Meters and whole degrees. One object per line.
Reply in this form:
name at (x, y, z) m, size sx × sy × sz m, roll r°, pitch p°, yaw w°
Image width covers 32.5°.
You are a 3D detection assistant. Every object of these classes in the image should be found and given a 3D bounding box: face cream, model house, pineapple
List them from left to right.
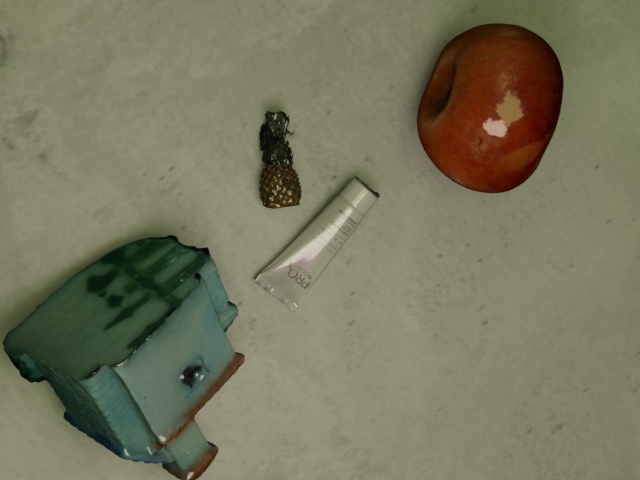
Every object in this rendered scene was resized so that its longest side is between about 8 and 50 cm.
model house at (-0.259, 0.208, 1.721) m, size 0.295 × 0.252 × 0.329 m, roll -47°, pitch 129°, yaw -29°
pineapple at (-0.069, -0.132, 1.793) m, size 0.074 × 0.074 × 0.159 m, roll -5°, pitch 92°, yaw -13°
face cream at (0.000, 0.000, 1.830) m, size 0.092 × 0.058 × 0.243 m, roll 39°, pitch 91°, yaw -18°

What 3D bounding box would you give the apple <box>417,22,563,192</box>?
apple at (0.275, -0.217, 1.775) m, size 0.206 × 0.251 × 0.271 m, roll 19°, pitch 103°, yaw -9°
